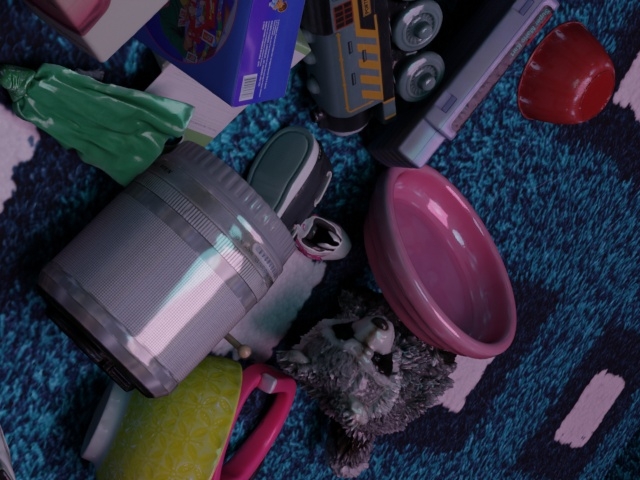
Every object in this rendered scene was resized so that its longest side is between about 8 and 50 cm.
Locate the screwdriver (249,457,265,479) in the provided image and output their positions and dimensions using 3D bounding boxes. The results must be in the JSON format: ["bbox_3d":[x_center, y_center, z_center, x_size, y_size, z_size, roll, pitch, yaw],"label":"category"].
[{"bbox_3d":[-0.088,0.317,2.246,0.024,0.025,0.170,9,104,-52],"label":"screwdriver"}]

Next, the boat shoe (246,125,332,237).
[{"bbox_3d":[-0.086,-0.012,1.867,0.302,0.114,0.091,-51,142,-5],"label":"boat shoe"}]

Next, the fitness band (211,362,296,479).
[{"bbox_3d":[-0.115,0.291,2.083,0.209,0.054,0.291,-64,167,0],"label":"fitness band"}]

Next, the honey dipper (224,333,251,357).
[{"bbox_3d":[-0.148,0.111,1.860,0.030,0.160,0.030,-32,141,-30],"label":"honey dipper"}]

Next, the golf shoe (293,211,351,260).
[{"bbox_3d":[0.000,0.000,2.007,0.067,0.086,0.186,-58,147,4],"label":"golf shoe"}]

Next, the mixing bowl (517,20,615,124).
[{"bbox_3d":[0.423,-0.262,2.269,0.181,0.098,0.181,-29,138,-30],"label":"mixing bowl"}]

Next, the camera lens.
[{"bbox_3d":[-0.193,0.041,1.691,0.274,0.219,0.219,-46,145,-11],"label":"camera lens"}]

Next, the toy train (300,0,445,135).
[{"bbox_3d":[0.054,-0.284,1.791,0.190,0.142,0.334,-26,141,-16],"label":"toy train"}]

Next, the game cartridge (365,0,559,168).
[{"bbox_3d":[0.213,-0.250,1.944,0.068,0.230,0.355,39,87,-14],"label":"game cartridge"}]

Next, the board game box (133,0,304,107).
[{"bbox_3d":[-0.107,-0.349,1.441,0.078,0.233,0.347,-17,132,-41],"label":"board game box"}]

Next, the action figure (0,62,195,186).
[{"bbox_3d":[-0.272,-0.151,1.561,0.232,0.063,0.137,23,115,-46],"label":"action figure"}]

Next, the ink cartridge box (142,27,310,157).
[{"bbox_3d":[-0.149,-0.201,1.685,0.235,0.056,0.171,-39,151,22],"label":"ink cartridge box"}]

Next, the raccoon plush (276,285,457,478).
[{"bbox_3d":[0.050,0.279,2.126,0.299,0.216,0.446,-35,140,-49],"label":"raccoon plush"}]

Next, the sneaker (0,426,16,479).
[{"bbox_3d":[-0.459,0.191,1.621,0.122,0.146,0.331,-20,116,-4],"label":"sneaker"}]

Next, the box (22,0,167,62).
[{"bbox_3d":[-0.265,-0.314,1.360,0.127,0.148,0.232,-46,145,-10],"label":"box"}]

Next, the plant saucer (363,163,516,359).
[{"bbox_3d":[0.174,0.037,2.089,0.084,0.332,0.332,-30,156,29],"label":"plant saucer"}]

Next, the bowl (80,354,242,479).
[{"bbox_3d":[-0.236,0.271,1.873,0.156,0.289,0.289,23,105,-11],"label":"bowl"}]
